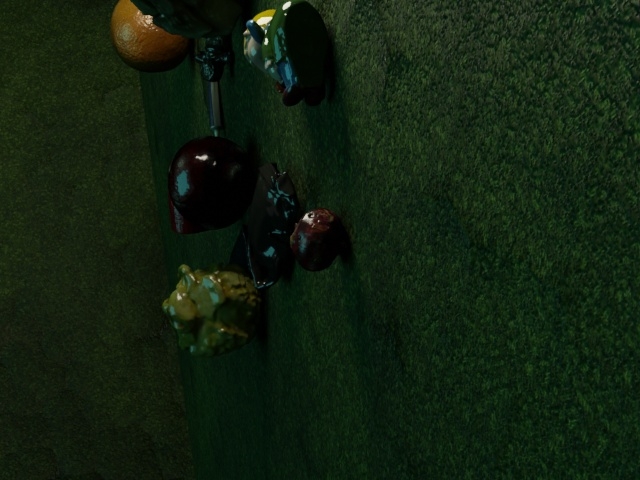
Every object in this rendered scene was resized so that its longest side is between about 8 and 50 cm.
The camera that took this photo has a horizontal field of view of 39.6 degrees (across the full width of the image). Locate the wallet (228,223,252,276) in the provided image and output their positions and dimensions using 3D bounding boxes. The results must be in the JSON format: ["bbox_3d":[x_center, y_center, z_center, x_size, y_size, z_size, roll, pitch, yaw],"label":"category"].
[{"bbox_3d":[-0.203,0.064,2.252,0.244,0.025,0.124,117,143,-61],"label":"wallet"}]

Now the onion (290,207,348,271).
[{"bbox_3d":[0.000,0.000,1.468,0.107,0.097,0.107,-54,-25,-41],"label":"onion"}]

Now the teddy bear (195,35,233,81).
[{"bbox_3d":[-0.254,-0.466,2.163,0.119,0.078,0.160,14,105,36],"label":"teddy bear"}]

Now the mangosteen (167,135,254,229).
[{"bbox_3d":[-0.261,-0.140,2.038,0.216,0.216,0.216,174,90,-73],"label":"mangosteen"}]

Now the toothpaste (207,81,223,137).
[{"bbox_3d":[-0.278,-0.362,2.338,0.057,0.034,0.197,150,116,-65],"label":"toothpaste"}]

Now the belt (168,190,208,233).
[{"bbox_3d":[-0.296,-0.103,2.235,0.128,0.201,0.124,10,115,31],"label":"belt"}]

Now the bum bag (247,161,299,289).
[{"bbox_3d":[-0.096,-0.031,1.795,0.142,0.079,0.326,61,149,36],"label":"bum bag"}]

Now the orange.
[{"bbox_3d":[-0.489,-0.622,2.605,0.264,0.264,0.264,174,90,-73],"label":"orange"}]

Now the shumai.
[{"bbox_3d":[-0.292,-0.603,1.913,0.348,0.395,0.395,64,173,-28],"label":"shumai"}]

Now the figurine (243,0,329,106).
[{"bbox_3d":[-0.063,-0.313,1.533,0.234,0.127,0.185,-1,103,63],"label":"figurine"}]

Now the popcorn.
[{"bbox_3d":[-0.248,0.165,2.113,0.256,0.254,0.195,-50,24,32],"label":"popcorn"}]
